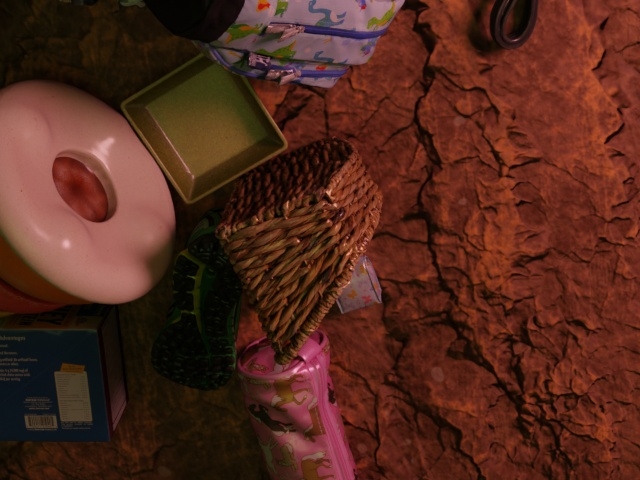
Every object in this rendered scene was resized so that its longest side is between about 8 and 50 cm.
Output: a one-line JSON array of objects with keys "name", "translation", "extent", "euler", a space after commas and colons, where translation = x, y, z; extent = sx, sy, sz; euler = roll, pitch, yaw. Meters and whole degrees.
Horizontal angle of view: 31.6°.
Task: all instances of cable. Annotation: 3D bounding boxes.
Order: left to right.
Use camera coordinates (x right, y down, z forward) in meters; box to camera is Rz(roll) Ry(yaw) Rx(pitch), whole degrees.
[{"name": "cable", "translation": [0.290, -0.420, 1.597], "extent": [0.139, 0.072, 0.287], "euler": [-16, 125, -17]}]

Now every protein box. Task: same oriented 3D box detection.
[{"name": "protein box", "translation": [-0.429, 0.203, 1.822], "extent": [0.199, 0.136, 0.201], "euler": [-1, 111, 4]}]

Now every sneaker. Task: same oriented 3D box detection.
[{"name": "sneaker", "translation": [-0.295, -0.365, 1.647], "extent": [0.098, 0.038, 0.069], "euler": [22, 110, -5]}, {"name": "sneaker", "translation": [-0.172, 0.101, 1.775], "extent": [0.134, 0.146, 0.343], "euler": [18, 127, -3]}]

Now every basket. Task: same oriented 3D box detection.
[{"name": "basket", "translation": [0.000, 0.000, 1.632], "extent": [0.213, 0.299, 0.223], "euler": [-22, 106, 10]}]

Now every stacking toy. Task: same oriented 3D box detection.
[{"name": "stacking toy", "translation": [-0.486, 0.013, 1.700], "extent": [0.480, 0.350, 0.350], "euler": [-30, 107, 30]}]

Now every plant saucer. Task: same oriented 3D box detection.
[{"name": "plant saucer", "translation": [-0.172, -0.179, 1.708], "extent": [0.188, 0.045, 0.188], "euler": [-29, 107, 13]}]

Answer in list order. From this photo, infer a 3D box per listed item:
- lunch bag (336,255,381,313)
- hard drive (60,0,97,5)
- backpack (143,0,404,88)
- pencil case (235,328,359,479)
[{"name": "lunch bag", "translation": [0.053, 0.064, 1.785], "extent": [0.071, 0.053, 0.083], "euler": [-18, 119, 12]}, {"name": "hard drive", "translation": [-0.401, -0.508, 1.543], "extent": [0.237, 0.064, 0.339], "euler": [12, 115, 2]}, {"name": "backpack", "translation": [-0.062, -0.340, 1.500], "extent": [0.355, 0.290, 0.273], "euler": [-11, 136, -31]}, {"name": "pencil case", "translation": [-0.018, 0.331, 1.836], "extent": [0.167, 0.160, 0.386], "euler": [-14, 109, 9]}]
